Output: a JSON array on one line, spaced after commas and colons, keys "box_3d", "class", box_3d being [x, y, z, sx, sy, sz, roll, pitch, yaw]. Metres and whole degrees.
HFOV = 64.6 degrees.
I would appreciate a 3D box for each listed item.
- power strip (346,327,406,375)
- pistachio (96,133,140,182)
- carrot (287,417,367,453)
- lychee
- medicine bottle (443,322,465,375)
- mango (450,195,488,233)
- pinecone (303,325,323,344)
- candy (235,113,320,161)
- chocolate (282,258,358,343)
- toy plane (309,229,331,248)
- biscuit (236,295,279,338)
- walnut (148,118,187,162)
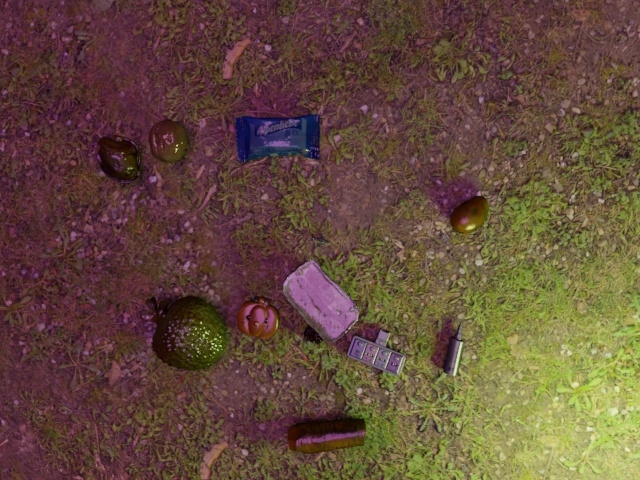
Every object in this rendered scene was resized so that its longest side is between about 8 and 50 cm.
[{"box_3d": [0.221, 0.410, 1.928, 0.216, 0.061, 0.145, 21, 86, 3], "class": "power strip"}, {"box_3d": [-0.778, -0.316, 1.958, 0.165, 0.130, 0.210, -33, 97, 2], "class": "pistachio"}, {"box_3d": [0.026, 0.742, 1.920, 0.302, 0.114, 0.114, -7, 90, 2], "class": "carrot"}, {"box_3d": [-0.501, 0.340, 1.887, 0.270, 0.270, 0.320, -34, 122, 5], "class": "lychee"}, {"box_3d": [0.508, 0.405, 1.899, 0.058, 0.057, 0.199, 11, 91, 4], "class": "medicine bottle"}, {"box_3d": [0.557, -0.092, 1.871, 0.163, 0.089, 0.111, -29, 88, -4], "class": "mango"}, {"box_3d": [-0.024, 0.361, 1.936, 0.077, 0.077, 0.083, -37, 98, 4], "class": "pinecone"}, {"box_3d": [-0.165, -0.392, 1.934, 0.331, 0.077, 0.187, -1, 84, 4], "class": "candy"}, {"box_3d": [-0.002, 0.229, 1.908, 0.185, 0.100, 0.303, -42, 85, -9], "class": "chocolate"}, {"box_3d": [-0.001, -0.001, 1.950, 0.084, 0.024, 0.077, 14, 74, 5], "class": "toy plane"}, {"box_3d": [-0.240, 0.298, 1.962, 0.170, 0.050, 0.170, 0, 91, 4], "class": "biscuit"}, {"box_3d": [-0.582, -0.381, 1.937, 0.167, 0.149, 0.166, -1, 89, 38], "class": "walnut"}]
